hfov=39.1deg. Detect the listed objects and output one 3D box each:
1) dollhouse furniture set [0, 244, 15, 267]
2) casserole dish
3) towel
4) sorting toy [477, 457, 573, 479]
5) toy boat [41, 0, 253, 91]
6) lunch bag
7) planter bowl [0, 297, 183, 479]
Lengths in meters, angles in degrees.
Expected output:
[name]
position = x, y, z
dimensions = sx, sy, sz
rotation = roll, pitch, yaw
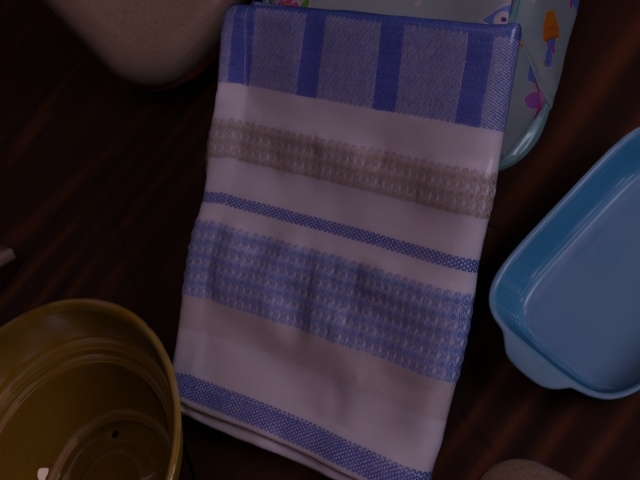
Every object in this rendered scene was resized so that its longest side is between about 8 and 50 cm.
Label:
[dollhouse furniture set]
position = -0.466, 0.123, 0.809
dimensions = 0.355, 0.174, 0.303
rotation = -35, 32, -31
[casserole dish]
position = 0.184, 0.013, 0.521
dimensions = 0.188, 0.037, 0.114
rotation = -46, 52, -3
[towel]
position = 0.000, 0.000, 0.554
dimensions = 0.209, 0.034, 0.285
rotation = 16, 99, 33
[sorting toy]
position = 0.141, 0.243, 0.288
dimensions = 0.307, 0.041, 0.229
rotation = 26, 100, 34
[toy boat]
position = -0.168, -0.241, 0.794
dimensions = 0.151, 0.151, 0.231
rotation = -43, 94, 0
[lunch bag]
position = 0.067, -0.183, 0.651
dimensions = 0.224, 0.108, 0.279
rotation = 3, 65, 32
[planter bowl]
position = -0.161, 0.154, 0.591
dimensions = 0.217, 0.090, 0.217
rotation = -13, 57, 21
